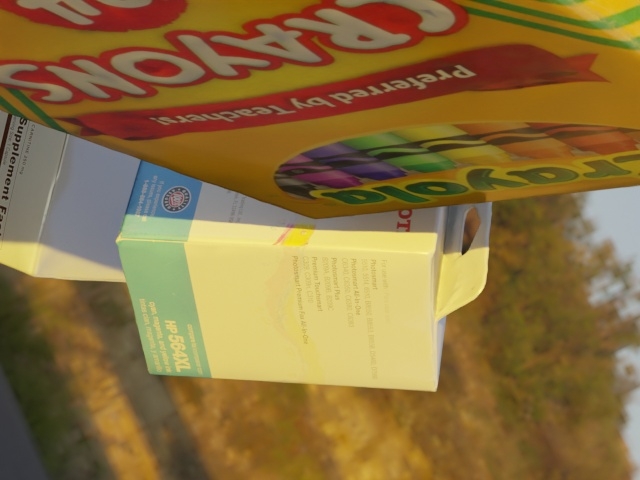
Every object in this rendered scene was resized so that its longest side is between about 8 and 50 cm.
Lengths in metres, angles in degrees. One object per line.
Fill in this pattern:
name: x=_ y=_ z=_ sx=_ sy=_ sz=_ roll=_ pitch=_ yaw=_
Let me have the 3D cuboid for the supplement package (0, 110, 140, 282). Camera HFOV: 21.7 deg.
supplement package: x=-0.145 y=-0.076 z=0.886 sx=0.203 sy=0.149 sz=0.194 roll=19 pitch=7 yaw=31

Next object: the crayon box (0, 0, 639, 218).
crayon box: x=0.014 y=-0.073 z=0.489 sx=0.318 sy=0.202 sz=0.081 roll=18 pitch=71 yaw=-50

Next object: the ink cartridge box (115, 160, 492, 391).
ink cartridge box: x=0.000 y=0.000 z=0.696 sx=0.090 sy=0.143 sz=0.092 roll=85 pitch=12 yaw=-47
